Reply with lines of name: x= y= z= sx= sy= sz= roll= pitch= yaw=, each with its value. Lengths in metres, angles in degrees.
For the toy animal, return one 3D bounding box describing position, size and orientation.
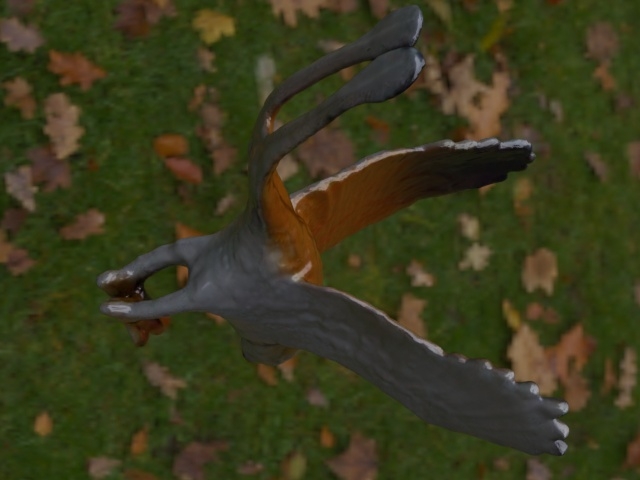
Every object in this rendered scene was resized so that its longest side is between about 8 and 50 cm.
toy animal: x=-0.020 y=0.007 z=0.927 sx=0.284 sy=0.302 sz=0.225 roll=45 pitch=36 yaw=-50
